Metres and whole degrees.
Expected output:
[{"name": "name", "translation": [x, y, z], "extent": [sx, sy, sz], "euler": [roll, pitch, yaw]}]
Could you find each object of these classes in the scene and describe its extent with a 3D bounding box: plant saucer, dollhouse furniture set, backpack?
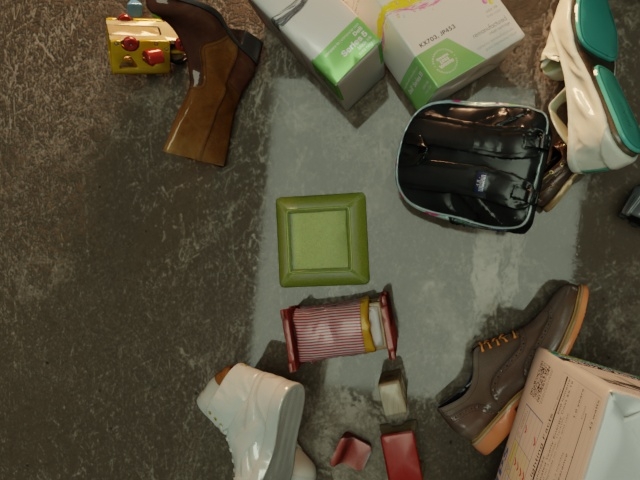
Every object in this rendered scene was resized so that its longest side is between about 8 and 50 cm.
[{"name": "plant saucer", "translation": [0.000, 0.000, 1.145], "extent": [0.188, 0.045, 0.189], "euler": [-3, 90, 9]}, {"name": "dollhouse furniture set", "translation": [0.066, 0.291, 1.078], "extent": [0.201, 0.152, 0.374], "euler": [-11, 88, 9]}, {"name": "backpack", "translation": [0.270, -0.135, 1.024], "extent": [0.253, 0.191, 0.225], "euler": [12, 93, 20]}]

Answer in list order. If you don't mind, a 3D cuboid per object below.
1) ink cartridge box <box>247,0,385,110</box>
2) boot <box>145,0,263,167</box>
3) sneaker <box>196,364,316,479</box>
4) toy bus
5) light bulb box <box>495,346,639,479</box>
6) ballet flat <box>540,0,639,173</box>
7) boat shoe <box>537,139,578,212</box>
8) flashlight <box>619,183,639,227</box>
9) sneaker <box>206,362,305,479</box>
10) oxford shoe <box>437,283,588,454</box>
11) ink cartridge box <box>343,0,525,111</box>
[{"name": "ink cartridge box", "translation": [-0.011, -0.399, 1.071], "extent": [0.115, 0.198, 0.273], "euler": [-43, 84, 6]}, {"name": "boot", "translation": [-0.257, -0.304, 1.100], "extent": [0.096, 0.264, 0.281], "euler": [22, 93, 36]}, {"name": "sneaker", "translation": [-0.108, 0.364, 1.129], "extent": [0.290, 0.106, 0.123], "euler": [38, 98, 9]}, {"name": "toy bus", "translation": [-0.341, -0.395, 1.171], "extent": [0.202, 0.191, 0.104], "euler": [27, 137, 9]}, {"name": "light bulb box", "translation": [0.396, 0.366, 0.782], "extent": [0.225, 0.361, 0.358], "euler": [17, 91, 10]}, {"name": "ballet flat", "translation": [0.461, -0.295, 1.017], "extent": [0.139, 0.139, 0.401], "euler": [-3, 66, 9]}, {"name": "boat shoe", "translation": [0.461, -0.153, 1.058], "extent": [0.073, 0.073, 0.207], "euler": [39, 95, 5]}, {"name": "flashlight", "translation": [0.648, -0.162, 1.016], "extent": [0.103, 0.103, 0.304], "euler": [34, 96, 29]}, {"name": "sneaker", "translation": [-0.138, 0.376, 1.049], "extent": [0.169, 0.108, 0.293], "euler": [15, 91, 32]}, {"name": "oxford shoe", "translation": [0.355, 0.215, 1.049], "extent": [0.132, 0.130, 0.364], "euler": [35, 95, 14]}, {"name": "ink cartridge box", "translation": [0.182, -0.448, 1.057], "extent": [0.207, 0.119, 0.354], "euler": [-32, 84, -10]}]
